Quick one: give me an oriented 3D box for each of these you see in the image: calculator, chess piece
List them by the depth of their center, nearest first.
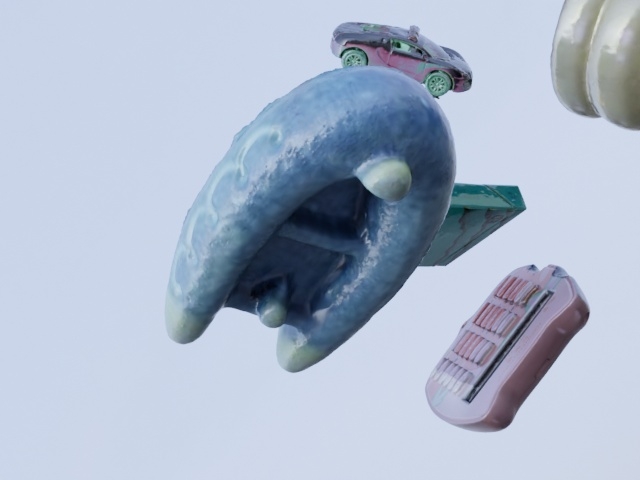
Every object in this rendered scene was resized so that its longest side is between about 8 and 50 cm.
[{"bbox_3d":[0.362,-0.137,1.489,0.167,0.300,0.167,-33,-43,-37],"label":"chess piece"},{"bbox_3d":[0.209,0.120,1.957,0.220,0.048,0.330,-54,10,-1],"label":"calculator"}]

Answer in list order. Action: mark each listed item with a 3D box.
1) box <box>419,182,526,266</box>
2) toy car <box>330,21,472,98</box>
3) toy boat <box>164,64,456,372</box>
[{"bbox_3d":[0.113,-0.018,2.050,0.226,0.042,0.161,1,-26,-40],"label":"box"},{"bbox_3d":[0.080,-0.178,1.640,0.069,0.142,0.055,-69,-6,-67],"label":"toy car"},{"bbox_3d":[0.000,0.000,1.490,0.215,0.123,0.330,20,-57,-28],"label":"toy boat"}]
